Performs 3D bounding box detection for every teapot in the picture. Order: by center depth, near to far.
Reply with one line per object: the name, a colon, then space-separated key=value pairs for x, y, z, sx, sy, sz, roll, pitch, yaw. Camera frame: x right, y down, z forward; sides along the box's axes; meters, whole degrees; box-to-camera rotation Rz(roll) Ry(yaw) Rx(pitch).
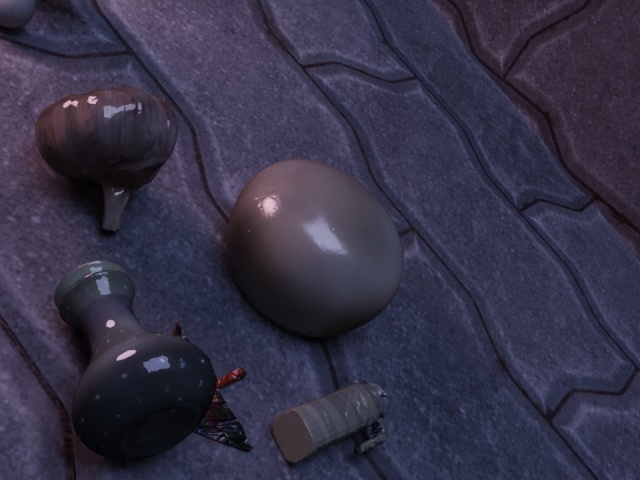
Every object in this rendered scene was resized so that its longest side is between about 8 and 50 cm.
teapot: x=-0.254 y=0.148 z=1.051 sx=0.183 sy=0.183 sz=0.251 roll=2 pitch=39 yaw=-43
teapot: x=0.031 y=0.285 z=1.252 sx=0.200 sy=0.077 sz=0.107 roll=-11 pitch=65 yaw=-49

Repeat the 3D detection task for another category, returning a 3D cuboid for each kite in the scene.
kite: x=-0.175 y=0.213 z=1.183 sx=0.189 sy=0.009 sz=0.232 roll=-15 pitch=64 yaw=-51

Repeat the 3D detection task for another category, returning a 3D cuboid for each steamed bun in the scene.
steamed bun: x=0.000 y=0.000 z=1.412 sx=0.324 sy=0.206 sz=0.324 roll=26 pitch=39 yaw=-24

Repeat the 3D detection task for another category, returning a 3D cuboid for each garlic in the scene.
garlic: x=-0.322 y=-0.121 z=1.264 sx=0.218 sy=0.218 sz=0.212 roll=-1 pitch=82 yaw=-45

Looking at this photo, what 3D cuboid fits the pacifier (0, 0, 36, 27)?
pacifier: x=-0.529 y=-0.481 z=1.451 sx=0.299 sy=0.244 sz=0.233 roll=21 pitch=71 yaw=-21
